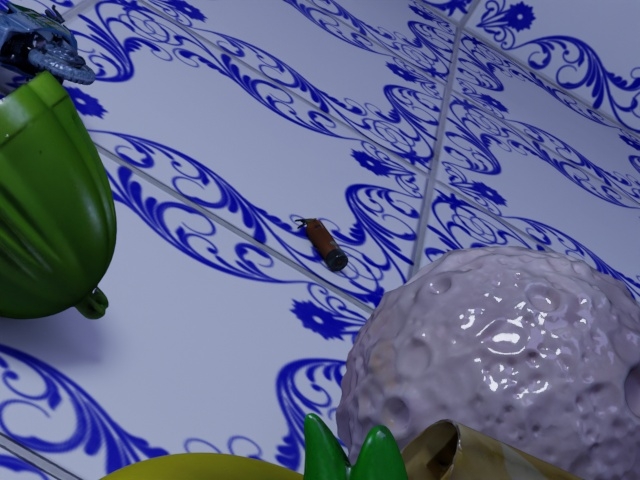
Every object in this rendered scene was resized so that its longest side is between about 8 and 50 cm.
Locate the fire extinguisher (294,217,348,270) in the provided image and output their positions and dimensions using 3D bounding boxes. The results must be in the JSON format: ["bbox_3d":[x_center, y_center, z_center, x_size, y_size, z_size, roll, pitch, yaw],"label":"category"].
[{"bbox_3d":[0.000,0.000,1.417,0.028,0.022,0.083,-15,43,-21],"label":"fire extinguisher"}]

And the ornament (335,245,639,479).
[{"bbox_3d":[0.137,0.135,1.016,0.259,0.259,0.225,30,52,-7],"label":"ornament"}]

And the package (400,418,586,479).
[{"bbox_3d":[0.143,0.255,0.888,0.311,0.221,0.165,25,2,-20],"label":"package"}]

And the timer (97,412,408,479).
[{"bbox_3d":[-0.026,0.198,0.633,0.285,0.285,0.285,28,22,-12],"label":"timer"}]

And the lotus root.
[{"bbox_3d":[-0.215,-0.008,0.986,0.186,0.186,0.186,28,22,-12],"label":"lotus root"}]

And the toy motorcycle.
[{"bbox_3d":[-0.330,-0.212,1.334,0.254,0.092,0.135,24,12,4],"label":"toy motorcycle"}]
